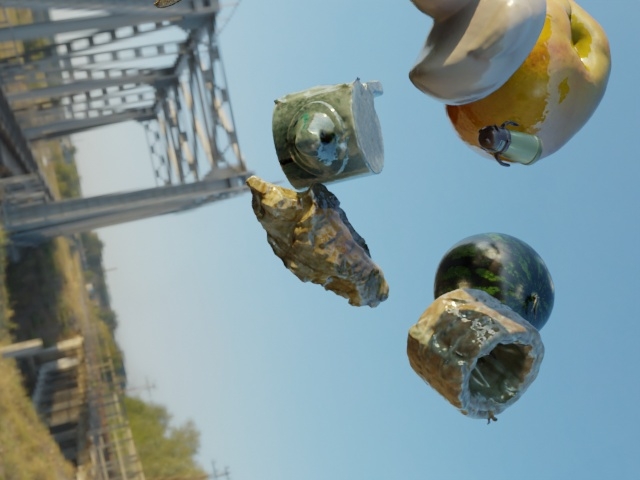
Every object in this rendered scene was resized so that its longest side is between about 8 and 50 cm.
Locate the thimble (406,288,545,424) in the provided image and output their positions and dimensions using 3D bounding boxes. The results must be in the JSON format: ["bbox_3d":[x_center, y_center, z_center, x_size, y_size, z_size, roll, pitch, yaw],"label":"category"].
[{"bbox_3d":[0.268,0.192,1.482,0.148,0.196,0.229,39,-6,41],"label":"thimble"}]

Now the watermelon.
[{"bbox_3d":[0.375,0.108,1.884,0.269,0.269,0.269,167,-90,-75],"label":"watermelon"}]

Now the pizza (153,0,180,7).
[{"bbox_3d":[-0.259,-0.437,1.540,0.016,0.083,0.037,63,5,23],"label":"pizza"}]

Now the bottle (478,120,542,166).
[{"bbox_3d":[0.273,-0.143,1.269,0.047,0.101,0.063,-34,-128,52],"label":"bottle"}]

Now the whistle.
[{"bbox_3d":[0.025,-0.250,1.734,0.405,0.168,0.188,-80,151,-47],"label":"whistle"}]

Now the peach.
[{"bbox_3d":[0.338,-0.275,1.514,0.308,0.289,0.289,-32,-111,45],"label":"peach"}]

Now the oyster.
[{"bbox_3d":[0.004,-0.003,1.608,0.110,0.166,0.341,-32,-84,43],"label":"oyster"}]

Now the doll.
[{"bbox_3d":[0.198,-0.329,1.245,0.251,0.221,0.221,-60,-162,-3],"label":"doll"}]
